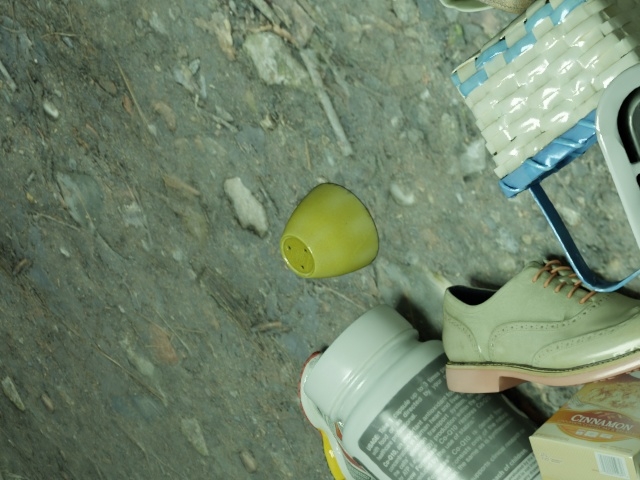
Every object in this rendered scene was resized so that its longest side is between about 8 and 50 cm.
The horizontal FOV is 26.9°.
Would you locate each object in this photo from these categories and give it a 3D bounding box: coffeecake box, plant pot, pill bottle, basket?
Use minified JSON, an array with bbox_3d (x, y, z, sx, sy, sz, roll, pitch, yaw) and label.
[{"bbox_3d":[0.357,0.214,1.545,0.142,0.185,0.068,3,120,47],"label":"coffeecake box"},{"bbox_3d":[0.000,0.000,1.865,0.134,0.095,0.134,28,135,32],"label":"plant pot"},{"bbox_3d":[0.161,0.265,1.794,0.361,0.204,0.204,43,142,17],"label":"pill bottle"},{"bbox_3d":[0.296,-0.116,1.335,0.255,0.201,0.289,-35,82,39],"label":"basket"}]

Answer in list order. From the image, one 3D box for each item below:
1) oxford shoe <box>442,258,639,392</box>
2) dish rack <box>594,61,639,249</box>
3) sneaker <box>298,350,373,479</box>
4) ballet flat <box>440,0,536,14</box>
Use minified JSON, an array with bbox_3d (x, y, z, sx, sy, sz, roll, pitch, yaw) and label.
[{"bbox_3d":[0.288,0.092,1.579,0.397,0.140,0.146,-14,89,44],"label":"oxford shoe"},{"bbox_3d":[0.431,-0.079,1.192,0.333,0.072,0.285,-22,107,9],"label":"dish rack"},{"bbox_3d":[0.041,0.268,2.056,0.093,0.088,0.225,-17,105,32],"label":"sneaker"},{"bbox_3d":[0.114,-0.312,1.493,0.316,0.107,0.106,24,147,37],"label":"ballet flat"}]
